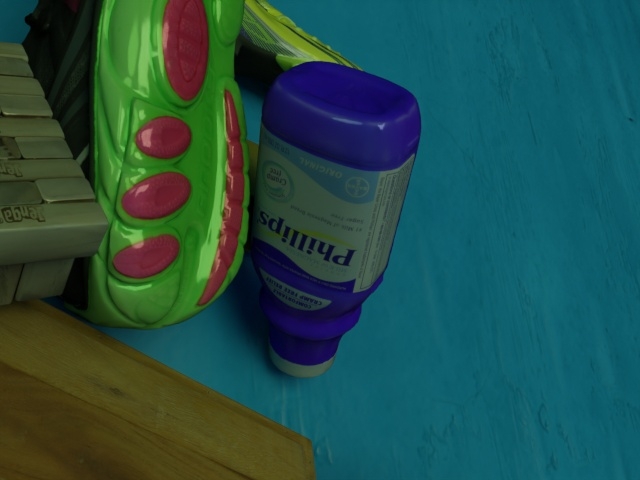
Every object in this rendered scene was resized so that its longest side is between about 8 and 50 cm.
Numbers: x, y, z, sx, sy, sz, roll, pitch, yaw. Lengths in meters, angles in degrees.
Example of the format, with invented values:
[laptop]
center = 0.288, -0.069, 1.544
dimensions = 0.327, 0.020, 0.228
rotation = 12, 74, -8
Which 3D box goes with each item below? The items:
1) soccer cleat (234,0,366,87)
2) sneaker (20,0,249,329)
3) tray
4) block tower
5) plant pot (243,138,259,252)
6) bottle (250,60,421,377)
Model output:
[soccer cleat]
center = -0.045, -0.211, 0.701
dimensions = 0.289, 0.093, 0.121
rotation = 14, 62, -36
[sneaker]
center = -0.158, -0.177, 0.503
dimensions = 0.185, 0.202, 0.483
rotation = 31, 61, -60
[tray]
center = -0.167, 0.137, 0.386
dimensions = 0.411, 0.076, 0.203
rotation = 34, 23, -26
[block tower]
center = -0.247, -0.104, 0.407
dimensions = 0.091, 0.097, 0.335
rotation = -9, 55, -42
[plant pot]
center = -0.069, -0.049, 0.628
dimensions = 0.081, 0.081, 0.083
rotation = 21, 49, -33
[bottle]
center = 0.000, 0.000, 0.545
dimensions = 0.118, 0.283, 0.092
rotation = 25, 40, 18
